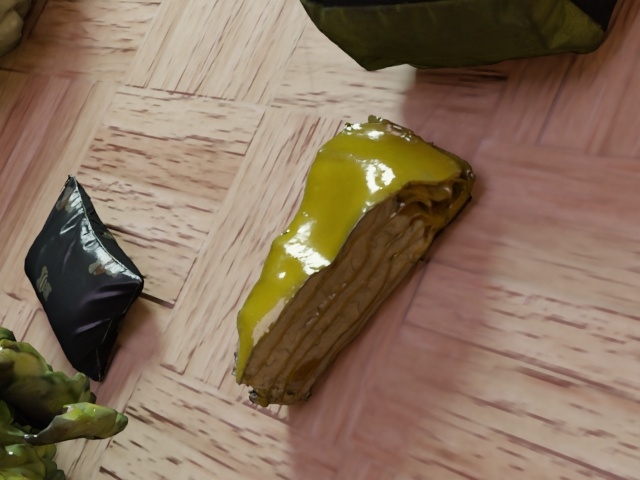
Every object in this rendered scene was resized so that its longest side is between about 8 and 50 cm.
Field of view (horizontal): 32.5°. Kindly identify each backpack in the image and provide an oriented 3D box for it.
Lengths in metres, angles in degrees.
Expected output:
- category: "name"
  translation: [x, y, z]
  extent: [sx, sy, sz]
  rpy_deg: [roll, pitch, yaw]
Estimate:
- category: "backpack"
  translation: [0.093, -0.225, 0.648]
  extent: [0.207, 0.140, 0.253]
  rpy_deg: [4, 73, 41]

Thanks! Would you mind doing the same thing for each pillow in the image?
- category: "pillow"
  translation: [-0.181, 0.027, 0.819]
  extent: [0.090, 0.048, 0.150]
  rpy_deg: [-48, 46, 7]

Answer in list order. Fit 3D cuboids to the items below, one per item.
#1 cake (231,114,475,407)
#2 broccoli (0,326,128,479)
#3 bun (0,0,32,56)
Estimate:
- category: "cake"
  translation: [-0.003, -0.001, 0.653]
  extent: [0.185, 0.079, 0.116]
  rpy_deg: [-50, 45, 14]
- category: "broccoli"
  translation: [-0.274, 0.193, 0.692]
  extent: [0.324, 0.272, 0.334]
  rpy_deg: [-7, 44, -6]
- category: "bun"
  translation: [-0.389, -0.300, 1.075]
  extent: [0.359, 0.211, 0.360]
  rpy_deg: [-7, 79, 42]
